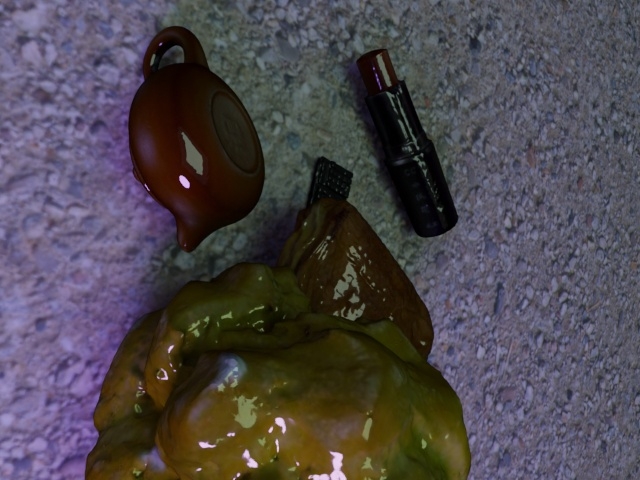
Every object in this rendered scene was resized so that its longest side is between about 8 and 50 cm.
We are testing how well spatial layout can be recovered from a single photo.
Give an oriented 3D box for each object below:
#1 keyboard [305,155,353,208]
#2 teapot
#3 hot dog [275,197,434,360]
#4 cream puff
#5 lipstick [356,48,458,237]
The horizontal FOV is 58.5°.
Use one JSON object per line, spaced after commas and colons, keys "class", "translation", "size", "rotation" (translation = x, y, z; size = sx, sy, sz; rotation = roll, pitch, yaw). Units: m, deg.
{"class": "keyboard", "translation": [0.001, 0.000, 0.797], "size": [0.072, 0.023, 0.231], "rotation": [23, 75, -39]}
{"class": "teapot", "translation": [-0.151, -0.114, 0.621], "size": [0.178, 0.135, 0.252], "rotation": [21, 52, -71]}
{"class": "hot dog", "translation": [0.037, 0.069, 0.740], "size": [0.272, 0.122, 0.196], "rotation": [48, 58, -29]}
{"class": "cream puff", "translation": [-0.039, 0.165, 0.560], "size": [0.378, 0.378, 0.276], "rotation": [28, 52, -35]}
{"class": "lipstick", "translation": [0.130, -0.144, 0.869], "size": [0.081, 0.081, 0.300], "rotation": [-38, 113, -33]}
